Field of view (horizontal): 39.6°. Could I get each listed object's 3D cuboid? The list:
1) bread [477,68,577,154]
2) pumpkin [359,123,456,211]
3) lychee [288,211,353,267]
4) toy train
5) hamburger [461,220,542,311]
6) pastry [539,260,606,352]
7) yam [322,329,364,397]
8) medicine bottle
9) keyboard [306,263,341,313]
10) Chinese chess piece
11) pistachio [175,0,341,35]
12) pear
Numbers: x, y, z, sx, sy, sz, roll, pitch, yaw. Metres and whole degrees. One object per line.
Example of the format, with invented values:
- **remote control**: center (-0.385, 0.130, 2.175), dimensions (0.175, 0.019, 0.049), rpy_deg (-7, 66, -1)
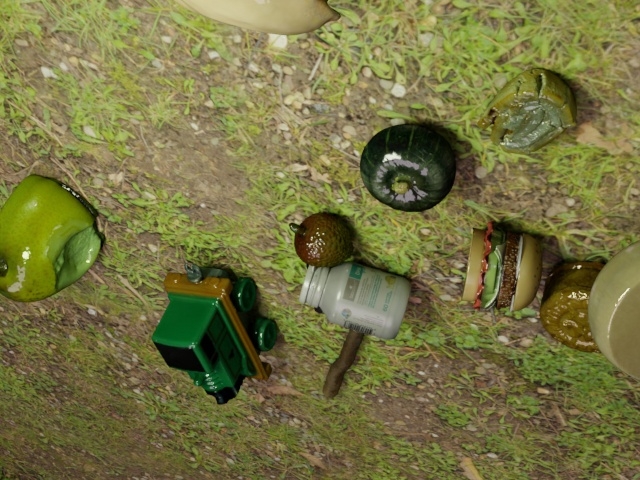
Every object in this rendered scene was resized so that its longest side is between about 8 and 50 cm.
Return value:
- **bread**: center (0.325, -0.195, 1.395), dimensions (0.117, 0.064, 0.156), rpy_deg (33, 141, -9)
- **pumpkin**: center (0.150, -0.123, 1.530), dimensions (0.167, 0.125, 0.167), rpy_deg (8, 154, 4)
- **lychee**: center (0.000, 0.000, 1.775), dimensions (0.146, 0.114, 0.114), rpy_deg (26, 147, -32)
- **toy train**: center (-0.247, 0.229, 2.072), dimensions (0.178, 0.249, 0.429), rpy_deg (5, 138, 24)
- **hamburger**: center (0.332, 0.052, 1.613), dimensions (0.137, 0.175, 0.175), rpy_deg (8, 140, 11)
- **pastry**: center (0.501, 0.127, 1.653), dimensions (0.188, 0.103, 0.189), rpy_deg (16, 142, 12)
- **yam**: center (0.056, 0.289, 2.149), dimensions (0.045, 0.045, 0.327), rpy_deg (48, 148, 22)
- **medicine bottle**: center (0.070, 0.115, 1.843), dimensions (0.215, 0.135, 0.135), rpy_deg (17, 143, 2)
- **keyboard**: center (0.014, 0.088, 1.950), dimensions (0.087, 0.017, 0.250), rpy_deg (12, 141, 18)
- **Chinese chess piece**: center (0.590, 0.115, 1.502), dimensions (0.273, 0.102, 0.273), rpy_deg (-2, 118, -3)
- **pistachio**: center (-0.105, -0.414, 1.265), dimensions (0.308, 0.230, 0.230), rpy_deg (16, 142, 3)
- **pear**: center (-0.644, 0.023, 2.054), dimensions (0.159, 0.292, 0.292), rpy_deg (22, 144, 19)
